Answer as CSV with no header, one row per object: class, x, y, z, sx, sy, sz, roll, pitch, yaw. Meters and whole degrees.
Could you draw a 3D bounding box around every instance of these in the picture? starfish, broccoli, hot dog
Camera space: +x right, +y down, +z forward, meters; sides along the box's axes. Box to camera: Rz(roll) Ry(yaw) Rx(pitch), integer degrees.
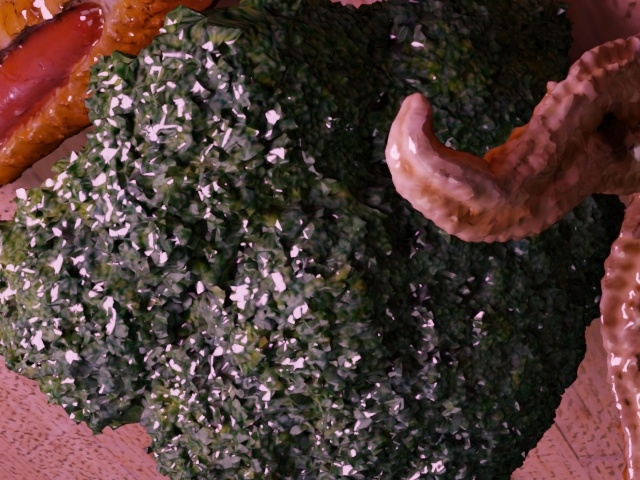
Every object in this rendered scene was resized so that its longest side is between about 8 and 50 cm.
starfish,0.178,-0.034,0.566,0.375,0.094,0.327,-9,116,-31
broccoli,0.000,0.000,0.625,0.245,0.265,0.294,23,-169,34
hot dog,-0.120,-0.080,0.653,0.068,0.083,0.289,48,134,-8
